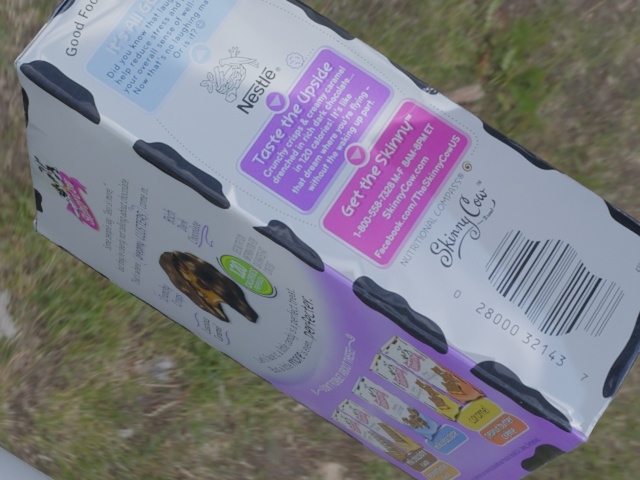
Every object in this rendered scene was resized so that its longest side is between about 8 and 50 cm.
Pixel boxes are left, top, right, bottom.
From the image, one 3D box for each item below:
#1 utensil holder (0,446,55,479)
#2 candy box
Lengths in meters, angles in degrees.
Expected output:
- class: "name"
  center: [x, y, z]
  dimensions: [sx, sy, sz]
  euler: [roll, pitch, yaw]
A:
- class: "utensil holder"
  center: [-0.391, 0.250, 1.172]
  dimensions: [0.385, 0.328, 0.327]
  euler: [37, 75, -37]
- class: "candy box"
  center: [0.000, 0.000, 0.521]
  dimensions: [0.196, 0.165, 0.070]
  euler: [33, 72, 2]
